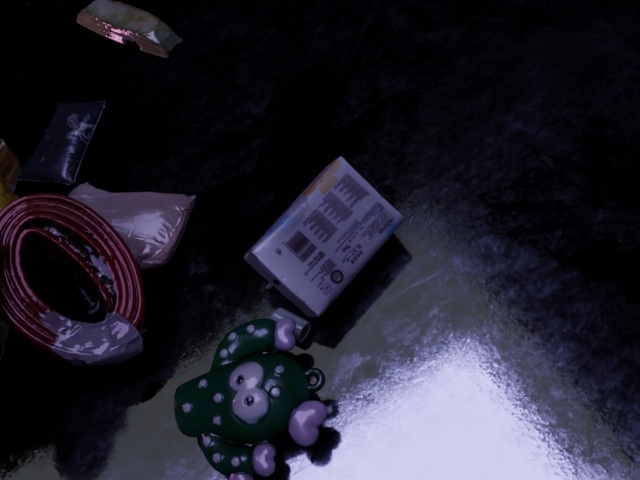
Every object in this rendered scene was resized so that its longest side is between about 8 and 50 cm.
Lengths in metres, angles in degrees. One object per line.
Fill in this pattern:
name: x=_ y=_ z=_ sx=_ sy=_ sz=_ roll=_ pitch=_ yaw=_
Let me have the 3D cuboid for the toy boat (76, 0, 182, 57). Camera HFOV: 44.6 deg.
toy boat: x=-0.446 y=-0.488 z=1.759 sx=0.293 sy=0.055 sz=0.093 roll=24 pitch=65 yaw=24

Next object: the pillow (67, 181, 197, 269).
pillow: x=-0.381 y=-0.033 z=1.464 sx=0.270 sy=0.067 sz=0.173 roll=9 pitch=62 yaw=14

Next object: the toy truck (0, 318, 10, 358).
toy truck: x=-0.658 y=0.190 z=1.385 sx=0.191 sy=0.085 sz=0.116 roll=-5 pitch=68 yaw=14

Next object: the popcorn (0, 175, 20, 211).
popcorn: x=-0.623 y=-0.040 z=1.449 sx=0.225 sy=0.203 sz=0.201 roll=7 pitch=84 yaw=44

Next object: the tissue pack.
tissue pack: x=0.000 y=0.000 z=1.333 sx=0.159 sy=0.145 sz=0.229 roll=43 pitch=74 yaw=-4

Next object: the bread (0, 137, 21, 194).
bread: x=-0.739 y=-0.171 z=1.589 sx=0.241 sy=0.136 sz=0.107 roll=17 pitch=65 yaw=20

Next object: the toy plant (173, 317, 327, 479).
toy plant: x=-0.105 y=0.245 z=1.209 sx=0.243 sy=0.112 sz=0.233 roll=-37 pitch=60 yaw=0

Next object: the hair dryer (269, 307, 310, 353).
hair dryer: x=-0.072 y=0.176 z=1.292 sx=0.063 sy=0.038 sz=0.124 roll=25 pitch=73 yaw=24

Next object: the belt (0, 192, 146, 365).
belt: x=-0.424 y=0.079 z=1.316 sx=0.227 sy=0.115 sz=0.324 roll=-36 pitch=85 yaw=-19

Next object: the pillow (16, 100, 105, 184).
pillow: x=-0.527 y=-0.204 z=1.607 sx=0.141 sy=0.055 sz=0.208 roll=4 pitch=60 yaw=22
